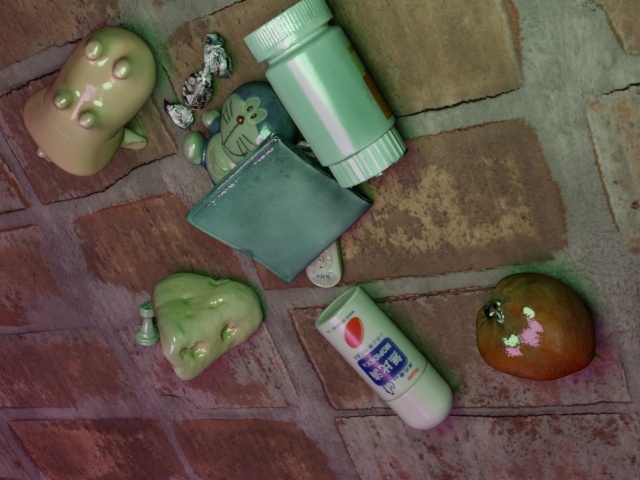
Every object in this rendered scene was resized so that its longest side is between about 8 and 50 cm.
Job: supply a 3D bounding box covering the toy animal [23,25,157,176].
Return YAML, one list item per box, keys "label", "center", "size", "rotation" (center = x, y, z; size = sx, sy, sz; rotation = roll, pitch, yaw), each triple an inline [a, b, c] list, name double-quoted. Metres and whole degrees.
- label: "toy animal"
  center: [-0.464, -0.286, 1.536]
  size: [0.237, 0.269, 0.326]
  rotation: [44, 98, -4]

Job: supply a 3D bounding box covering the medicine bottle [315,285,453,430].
- label: "medicine bottle"
  center: [0.146, 0.261, 1.603]
  size: [0.341, 0.130, 0.130]
  rotation: [48, 129, -7]

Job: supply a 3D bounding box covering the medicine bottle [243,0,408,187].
- label: "medicine bottle"
  center: [0.015, -0.258, 1.324]
  size: [0.158, 0.158, 0.318]
  rotation: [-22, 107, 37]

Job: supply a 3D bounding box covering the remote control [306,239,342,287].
- label: "remote control"
  center: [0.000, 0.000, 1.571]
  size: [0.078, 0.042, 0.221]
  rotation: [2, 121, 19]

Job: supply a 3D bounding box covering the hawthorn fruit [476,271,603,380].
- label: "hawthorn fruit"
  center: [0.413, 0.175, 1.380]
  size: [0.251, 0.199, 0.199]
  rotation: [28, 130, -8]

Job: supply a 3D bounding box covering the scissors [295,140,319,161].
- label: "scissors"
  center: [-0.044, -0.147, 1.494]
  size: [0.110, 0.021, 0.212]
  rotation: [20, 152, -34]

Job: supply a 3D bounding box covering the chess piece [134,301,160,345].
- label: "chess piece"
  center: [-0.445, 0.212, 1.939]
  size: [0.067, 0.067, 0.103]
  rotation: [15, 117, 19]

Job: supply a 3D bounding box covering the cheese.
- label: "cheese"
  center: [-0.279, 0.172, 1.775]
  size: [0.248, 0.251, 0.174]
  rotation: [44, 157, 46]

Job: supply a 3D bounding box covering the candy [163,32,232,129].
- label: "candy"
  center: [-0.243, -0.311, 1.503]
  size: [0.094, 0.051, 0.226]
  rotation: [47, 128, 8]

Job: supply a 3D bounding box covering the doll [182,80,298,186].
- label: "doll"
  center: [-0.144, -0.185, 1.451]
  size: [0.258, 0.154, 0.228]
  rotation: [-47, 61, 48]

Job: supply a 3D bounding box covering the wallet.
- label: "wallet"
  center: [-0.070, -0.053, 1.432]
  size: [0.251, 0.054, 0.290]
  rotation: [-43, 133, 20]
